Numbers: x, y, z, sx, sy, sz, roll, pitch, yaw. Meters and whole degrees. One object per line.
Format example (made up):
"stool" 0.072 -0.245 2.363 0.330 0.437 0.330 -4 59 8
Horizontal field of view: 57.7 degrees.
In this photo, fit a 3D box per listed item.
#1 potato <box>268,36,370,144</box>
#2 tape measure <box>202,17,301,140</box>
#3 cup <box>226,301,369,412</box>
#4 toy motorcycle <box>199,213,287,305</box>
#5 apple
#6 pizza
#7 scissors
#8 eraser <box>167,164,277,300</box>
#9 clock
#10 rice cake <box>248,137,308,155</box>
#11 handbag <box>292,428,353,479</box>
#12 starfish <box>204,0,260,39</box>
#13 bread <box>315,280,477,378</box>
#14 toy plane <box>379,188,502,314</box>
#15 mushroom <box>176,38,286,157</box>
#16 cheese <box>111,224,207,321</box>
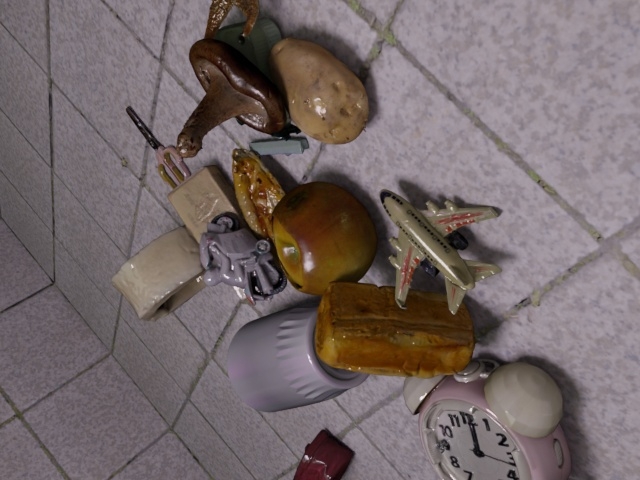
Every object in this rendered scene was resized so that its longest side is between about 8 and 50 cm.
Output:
"potato" -0.010 -0.279 1.069 0.161 0.128 0.234 -27 91 51
"tape measure" -0.157 -0.325 1.206 0.207 0.115 0.235 9 124 41
"cup" -0.049 0.289 1.457 0.372 0.253 0.253 -27 96 50
"toy motorcycle" -0.208 0.054 1.395 0.260 0.171 0.110 47 159 18
"apple" 0.000 0.000 1.206 0.237 0.207 0.236 29 136 32
"pizza" -0.115 -0.052 1.376 0.182 0.074 0.365 21 139 47
"scissors" -0.467 -0.257 1.670 0.317 0.024 0.160 52 143 4
"eraser" -0.240 -0.021 1.514 0.144 0.078 0.343 -34 92 17
"clock" 0.342 0.392 1.171 0.342 0.184 0.325 -12 105 45
"rice cake" -0.096 -0.206 1.299 0.180 0.030 0.042 7 118 45
"handbag" 0.002 0.702 1.804 0.135 0.146 0.225 33 138 18
"starfish" -0.143 -0.466 1.076 0.138 0.050 0.247 30 107 39
"bread" 0.141 0.169 1.115 0.295 0.166 0.132 7 124 -9
"toy plane" 0.197 0.000 1.056 0.242 0.104 0.256 -47 60 18
"mushroom" -0.199 -0.243 1.054 0.227 0.217 0.148 39 155 10
"cheese" -0.414 0.090 1.642 0.153 0.292 0.332 52 173 7
